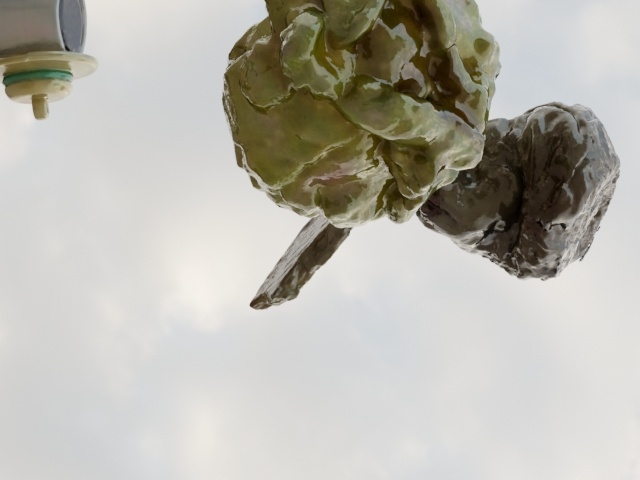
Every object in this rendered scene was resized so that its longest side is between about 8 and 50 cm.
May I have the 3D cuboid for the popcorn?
[{"bbox_3d":[0.036,-0.121,0.967,0.212,0.259,0.259,40,-49,-10],"label":"popcorn"}]

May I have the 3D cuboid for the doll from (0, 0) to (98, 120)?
[{"bbox_3d":[-0.333,-0.291,1.357,0.208,0.144,0.271,-103,-174,-49],"label":"doll"}]

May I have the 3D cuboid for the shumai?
[{"bbox_3d":[0.193,-0.068,1.240,0.185,0.218,0.184,30,-76,16],"label":"shumai"}]

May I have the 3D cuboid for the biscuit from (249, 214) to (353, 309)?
[{"bbox_3d":[0.001,0.001,1.476,0.031,0.176,0.228,37,-34,-11],"label":"biscuit"}]
